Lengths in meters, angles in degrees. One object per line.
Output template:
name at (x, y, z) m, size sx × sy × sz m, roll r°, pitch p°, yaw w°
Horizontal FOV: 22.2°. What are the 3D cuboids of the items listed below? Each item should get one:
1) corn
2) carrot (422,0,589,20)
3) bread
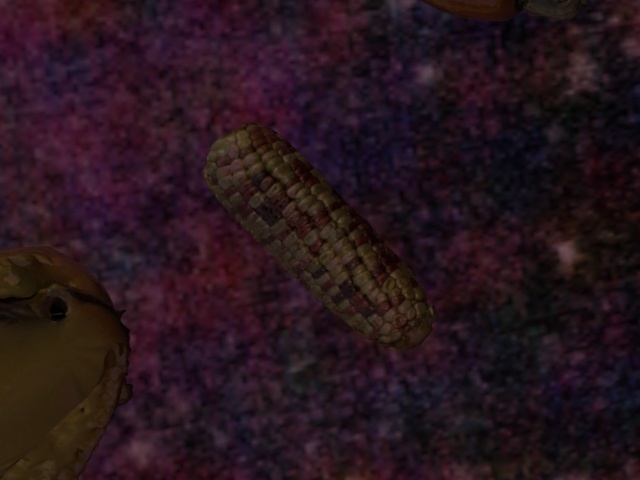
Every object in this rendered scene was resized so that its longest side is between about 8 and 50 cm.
corn at (0.000, 0.000, 1.430) m, size 0.253 × 0.086 × 0.086 m, roll 46°, pitch 139°, yaw 5°
carrot at (-0.001, -0.195, 0.879) m, size 0.336 × 0.069 × 0.069 m, roll 30°, pitch 126°, yaw 22°
bread at (-0.232, 0.083, 1.036) m, size 0.262 × 0.204 × 0.162 m, roll -56°, pitch 39°, yaw 40°
